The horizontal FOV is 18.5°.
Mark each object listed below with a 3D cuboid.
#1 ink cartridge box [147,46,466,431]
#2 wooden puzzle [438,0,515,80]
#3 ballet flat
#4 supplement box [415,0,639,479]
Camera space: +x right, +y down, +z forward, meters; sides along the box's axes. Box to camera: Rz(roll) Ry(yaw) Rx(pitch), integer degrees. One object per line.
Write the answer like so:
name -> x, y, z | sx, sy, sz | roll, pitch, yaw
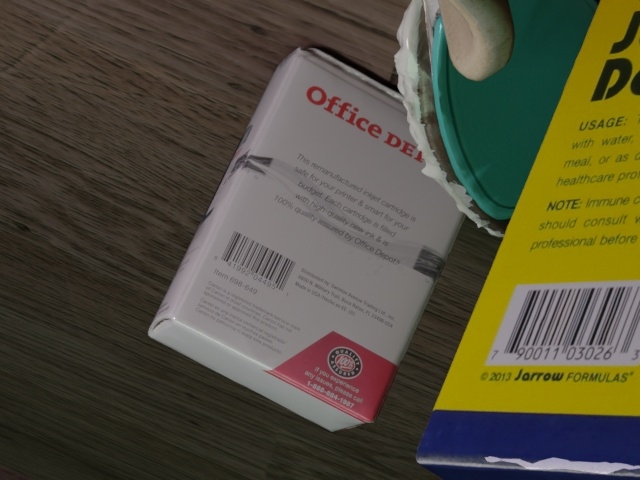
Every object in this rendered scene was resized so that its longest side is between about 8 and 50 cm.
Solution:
ink cartridge box -> 0.000, 0.000, 1.354 | 0.158, 0.218, 0.092 | 28, 163, -10
wooden puzzle -> -0.057, -0.252, 0.734 | 0.080, 0.322, 0.348 | -29, 130, 20
ballet flat -> 0.133, -0.061, 1.214 | 0.147, 0.147, 0.409 | 8, 152, 35
supplement box -> 0.229, -0.005, 0.919 | 0.194, 0.356, 0.195 | 38, 154, -33
